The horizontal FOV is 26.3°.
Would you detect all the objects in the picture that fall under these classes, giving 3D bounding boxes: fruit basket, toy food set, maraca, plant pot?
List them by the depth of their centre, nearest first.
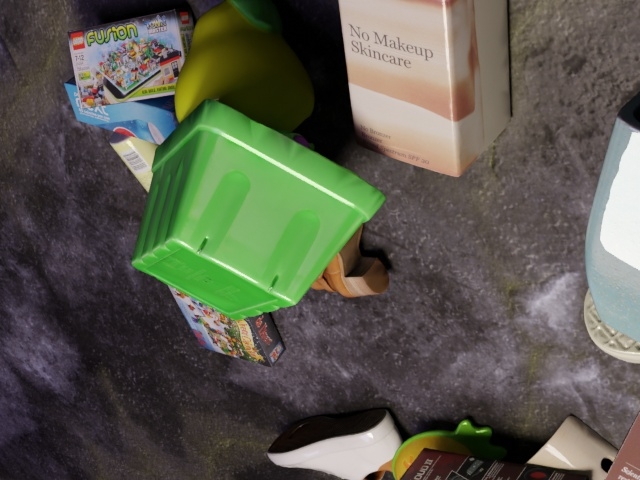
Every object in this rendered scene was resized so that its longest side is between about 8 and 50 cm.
[{"bbox_3d":[0.398,-0.011,1.347,0.247,0.248,0.252,30,129,17],"label":"plant pot"},{"bbox_3d":[-0.081,-0.111,1.723,0.282,0.392,0.392,29,146,-12],"label":"fruit basket"},{"bbox_3d":[0.368,0.401,2.000,0.219,0.092,0.306,40,136,6],"label":"toy food set"},{"bbox_3d":[0.194,0.338,2.084,0.185,0.099,0.127,-29,108,26],"label":"maraca"}]

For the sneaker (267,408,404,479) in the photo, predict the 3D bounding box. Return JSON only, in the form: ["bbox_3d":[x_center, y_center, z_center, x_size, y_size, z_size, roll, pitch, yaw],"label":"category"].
[{"bbox_3d":[0.028,0.359,2.249,0.290,0.106,0.123,-15,114,48],"label":"sneaker"}]

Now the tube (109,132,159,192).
[{"bbox_3d":[-0.232,-0.078,2.099,0.062,0.070,0.240,-29,119,9],"label":"tube"}]

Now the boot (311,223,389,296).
[{"bbox_3d":[0.000,0.000,1.942,0.152,0.073,0.197,1,122,51],"label":"boot"}]

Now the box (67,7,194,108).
[{"bbox_3d":[-0.258,-0.250,1.895,0.207,0.036,0.114,-4,99,36],"label":"box"}]

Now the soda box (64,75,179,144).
[{"bbox_3d":[-0.269,-0.198,1.996,0.210,0.067,0.071,18,138,32],"label":"soda box"}]

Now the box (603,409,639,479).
[{"bbox_3d":[0.450,0.263,1.622,0.168,0.167,0.203,29,-175,21],"label":"box"}]

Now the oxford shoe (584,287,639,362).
[{"bbox_3d":[0.514,0.082,1.495,0.449,0.169,0.130,0,168,35],"label":"oxford shoe"}]

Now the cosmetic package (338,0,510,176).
[{"bbox_3d":[0.117,-0.236,1.532,0.153,0.129,0.296,20,138,31],"label":"cosmetic package"}]

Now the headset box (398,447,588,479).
[{"bbox_3d":[0.245,0.427,1.962,0.293,0.110,0.218,4,123,34],"label":"headset box"}]

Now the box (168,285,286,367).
[{"bbox_3d":[-0.164,0.096,2.198,0.159,0.044,0.233,13,141,36],"label":"box"}]
